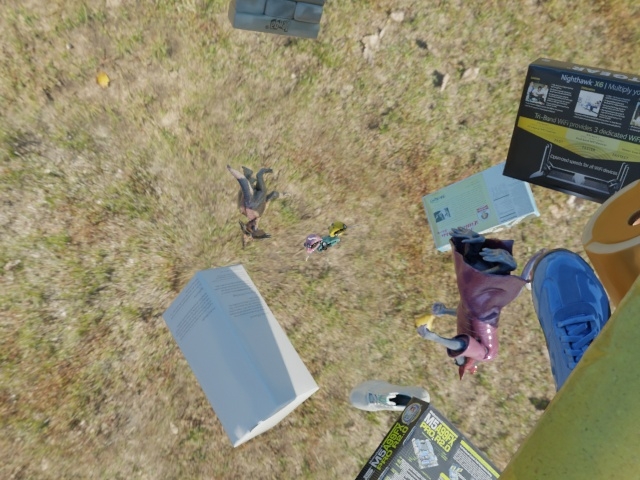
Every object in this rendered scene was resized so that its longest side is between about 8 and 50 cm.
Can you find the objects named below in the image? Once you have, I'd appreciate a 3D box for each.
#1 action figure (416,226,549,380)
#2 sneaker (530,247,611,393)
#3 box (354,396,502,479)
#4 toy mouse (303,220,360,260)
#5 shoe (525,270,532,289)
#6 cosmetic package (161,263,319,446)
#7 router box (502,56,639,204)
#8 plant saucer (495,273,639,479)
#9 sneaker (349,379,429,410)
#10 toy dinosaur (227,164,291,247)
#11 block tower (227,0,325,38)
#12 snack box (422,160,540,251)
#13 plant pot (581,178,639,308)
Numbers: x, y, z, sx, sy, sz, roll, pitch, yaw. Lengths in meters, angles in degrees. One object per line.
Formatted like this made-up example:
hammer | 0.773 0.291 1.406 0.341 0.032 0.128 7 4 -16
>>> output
action figure | 0.374 0.160 1.297 0.276 0.248 0.370 3 114 18
sneaker | 0.253 0.111 0.533 0.069 0.082 0.209 -13 98 14
box | 0.200 0.441 0.965 0.270 0.060 0.216 44 71 -14
toy mouse | 0.000 0.000 1.384 0.161 0.143 0.031 -11 64 -50
shoe | 0.654 0.105 1.621 0.178 0.081 0.063 5 74 -49
cosmetic package | -0.196 0.260 1.319 0.197 0.155 0.365 -45 69 30
router box | 0.543 -0.206 1.107 0.081 0.309 0.242 -36 140 -45
plant saucer | 0.305 0.087 0.348 0.333 0.081 0.332 8 118 -28
sneaker | 0.165 0.401 1.435 0.212 0.094 0.080 -6 82 23
toy dinosaur | -0.200 -0.099 1.650 0.127 0.295 0.200 16 73 18
block tower | -0.016 -0.352 0.471 0.091 0.097 0.335 -1 132 -22
snack box | 0.490 -0.107 1.746 0.322 0.060 0.187 -23 67 29
plant pot | 0.392 0.032 0.598 0.188 0.205 0.205 45 80 -9
